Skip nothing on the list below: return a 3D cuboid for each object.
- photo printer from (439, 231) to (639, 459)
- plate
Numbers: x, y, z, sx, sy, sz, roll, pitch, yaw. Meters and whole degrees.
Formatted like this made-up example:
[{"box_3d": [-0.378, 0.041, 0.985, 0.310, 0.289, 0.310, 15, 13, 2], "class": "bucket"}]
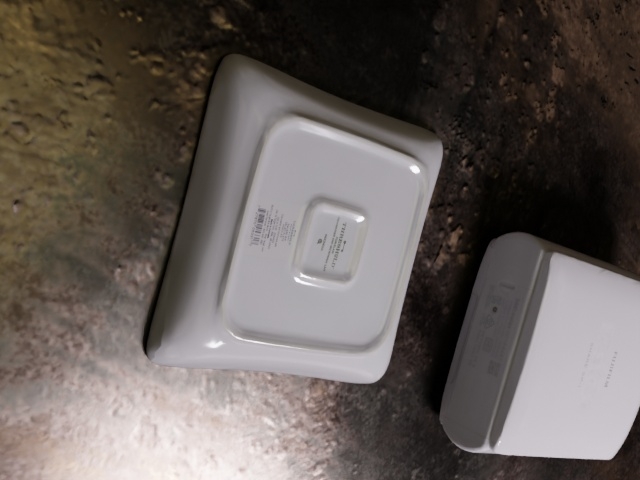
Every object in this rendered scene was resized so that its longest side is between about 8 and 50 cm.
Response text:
[{"box_3d": [0.305, 0.144, 0.882, 0.308, 0.107, 0.256, 16, 90, -37], "class": "photo printer"}, {"box_3d": [0.000, 0.000, 0.667, 0.278, 0.045, 0.277, 14, 93, -37], "class": "plate"}]
